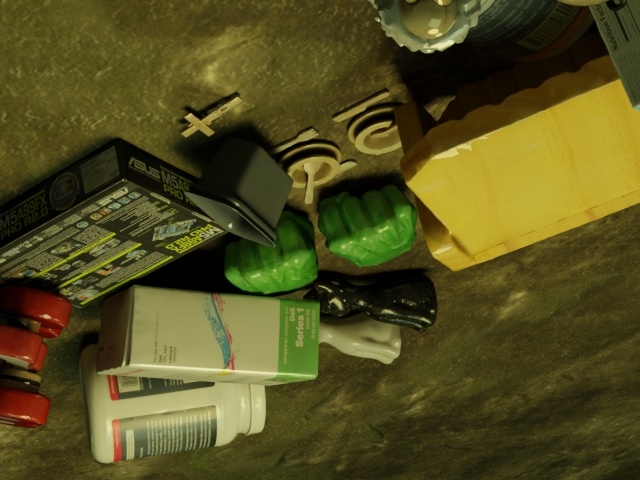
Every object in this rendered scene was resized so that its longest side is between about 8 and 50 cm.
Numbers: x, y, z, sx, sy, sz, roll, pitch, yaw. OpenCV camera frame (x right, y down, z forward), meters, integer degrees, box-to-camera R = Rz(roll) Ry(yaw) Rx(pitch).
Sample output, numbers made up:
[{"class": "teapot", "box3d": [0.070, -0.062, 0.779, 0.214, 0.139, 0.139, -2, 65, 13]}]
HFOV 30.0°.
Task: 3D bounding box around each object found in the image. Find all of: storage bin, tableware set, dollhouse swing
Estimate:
[{"class": "storage bin", "box3d": [-0.097, -0.065, 1.479, 0.098, 0.091, 0.135, 18, 165, 30]}, {"class": "tableware set", "box3d": [0.034, -0.110, 1.519, 0.194, 0.039, 0.128, -25, 152, 21]}, {"class": "dollhouse swing", "box3d": [0.234, -0.165, 1.260, 0.347, 0.315, 0.305, -22, 142, 15]}]

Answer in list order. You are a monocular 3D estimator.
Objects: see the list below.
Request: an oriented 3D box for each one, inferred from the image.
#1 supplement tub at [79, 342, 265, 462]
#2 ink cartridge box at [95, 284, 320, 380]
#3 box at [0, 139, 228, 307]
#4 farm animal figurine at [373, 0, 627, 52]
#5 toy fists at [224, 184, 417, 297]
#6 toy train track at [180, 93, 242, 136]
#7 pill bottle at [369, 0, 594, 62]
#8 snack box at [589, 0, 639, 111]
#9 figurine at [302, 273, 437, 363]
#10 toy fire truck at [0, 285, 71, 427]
[{"class": "supplement tub", "box3d": [-0.238, 0.243, 1.907, 0.272, 0.191, 0.191, -6, 153, -15]}, {"class": "ink cartridge box", "box3d": [-0.166, 0.141, 1.729, 0.278, 0.117, 0.201, 6, 169, -22]}, {"class": "box", "box3d": [-0.285, -0.013, 1.532, 0.270, 0.060, 0.216, -26, 152, 24]}, {"class": "farm animal figurine", "box3d": [0.183, -0.323, 0.919, 0.330, 0.326, 0.172, -11, 171, 10]}, {"class": "toy fists", "box3d": [0.000, 0.000, 1.659, 0.279, 0.096, 0.142, -18, 169, 7]}, {"class": "toy train track", "box3d": [-0.128, -0.148, 1.396, 0.083, 0.014, 0.048, -30, 143, 18]}, {"class": "pill bottle", "box3d": [0.129, -0.273, 1.112, 0.278, 0.162, 0.162, 12, 144, -41]}, {"class": "snack box", "box3d": [0.290, -0.283, 0.988, 0.060, 0.322, 0.187, 11, 145, -45]}, {"class": "figurine", "box3d": [0.050, 0.123, 1.951, 0.209, 0.092, 0.215, 8, 148, -22]}, {"class": "toy fire truck", "box3d": [-0.478, 0.142, 1.589, 0.254, 0.169, 0.302, 13, 166, -14]}]
